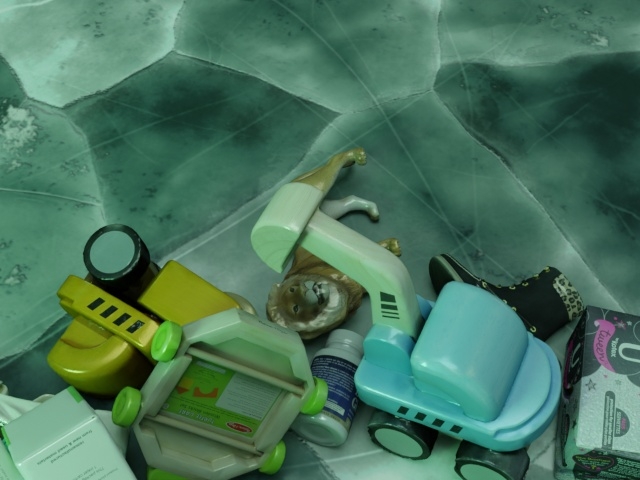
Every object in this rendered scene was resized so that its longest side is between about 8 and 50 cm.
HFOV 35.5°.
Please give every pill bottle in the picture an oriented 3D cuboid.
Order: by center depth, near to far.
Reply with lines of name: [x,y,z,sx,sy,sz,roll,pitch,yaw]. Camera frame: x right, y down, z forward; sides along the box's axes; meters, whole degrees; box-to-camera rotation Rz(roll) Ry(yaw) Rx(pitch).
pill bottle: [0.021,0.228,1.570,0.094,0.094,0.169,17,57,8]

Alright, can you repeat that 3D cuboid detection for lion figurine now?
lion figurine: [0.000,0.000,1.718,0.240,0.142,0.392,-14,44,-4]

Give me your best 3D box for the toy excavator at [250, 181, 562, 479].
toy excavator: [0.137,0.122,1.442,0.432,0.445,0.222,17,56,21]

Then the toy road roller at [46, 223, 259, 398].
toy road roller: [-0.265,0.155,1.549,0.329,0.202,0.241,28,73,17]

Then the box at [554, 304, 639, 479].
box: [0.464,0.249,1.555,0.163,0.142,0.247,12,56,4]

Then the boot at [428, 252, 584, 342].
boot: [0.313,0.088,1.690,0.178,0.085,0.236,-32,70,-24]

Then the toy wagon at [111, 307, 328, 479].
toy wagon: [-0.164,0.259,1.443,0.267,0.344,0.068,25,18,-27]

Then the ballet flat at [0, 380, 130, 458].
ballet flat: [-0.466,0.274,1.497,0.400,0.139,0.139,11,56,12]

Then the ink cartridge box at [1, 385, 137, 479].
ink cartridge box: [-0.289,0.346,1.295,0.114,0.198,0.273,-31,105,-19]

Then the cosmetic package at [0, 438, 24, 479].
cosmetic package: [-0.533,0.413,1.238,0.365,0.155,0.197,-16,59,-43]
